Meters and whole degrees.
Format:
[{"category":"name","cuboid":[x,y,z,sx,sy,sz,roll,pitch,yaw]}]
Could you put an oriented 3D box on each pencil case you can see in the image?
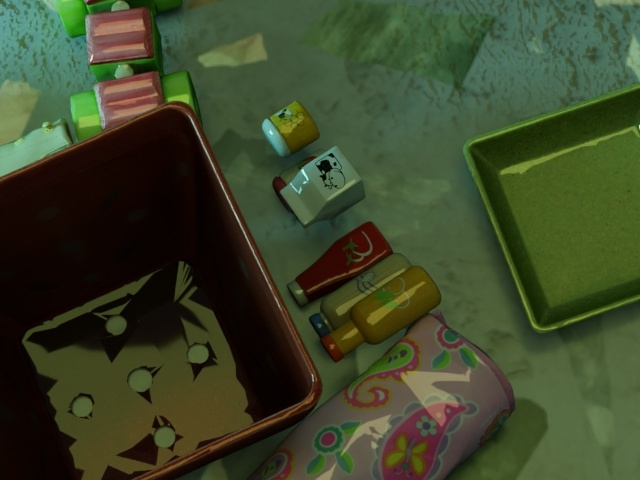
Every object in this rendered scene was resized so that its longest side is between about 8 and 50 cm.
[{"category":"pencil case","cuboid":[0.031,0.182,1.341,0.284,0.124,0.124,-41,75,-10]}]

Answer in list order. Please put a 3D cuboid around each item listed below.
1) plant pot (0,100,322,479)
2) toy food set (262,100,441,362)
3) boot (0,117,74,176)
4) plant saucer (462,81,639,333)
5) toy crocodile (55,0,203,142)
[{"category":"plant pot","cuboid":[-0.163,0.090,1.314,0.267,0.236,0.267,-24,72,-5]},{"category":"toy food set","cuboid":[0.000,0.000,1.399,0.104,0.111,0.232,-33,69,-6]},{"category":"boot","cuboid":[-0.322,-0.068,1.444,0.203,0.095,0.262,-29,75,-6]},{"category":"plant saucer","cuboid":[0.242,-0.026,1.430,0.188,0.045,0.188,-18,73,-3]},{"category":"toy crocodile","cuboid":[-0.178,-0.182,1.467,0.115,0.105,0.340,-12,72,-1]}]
